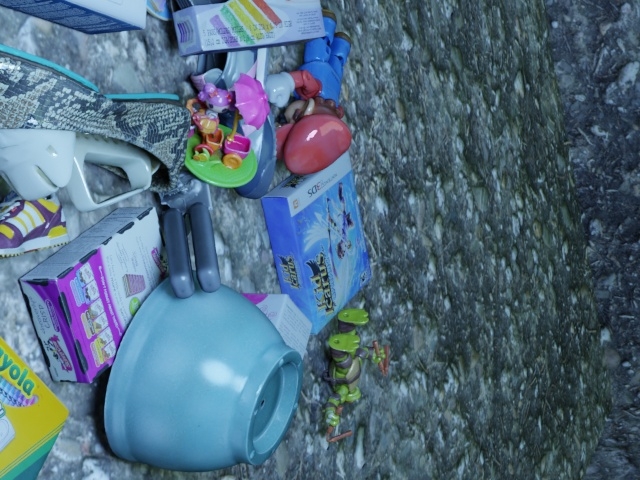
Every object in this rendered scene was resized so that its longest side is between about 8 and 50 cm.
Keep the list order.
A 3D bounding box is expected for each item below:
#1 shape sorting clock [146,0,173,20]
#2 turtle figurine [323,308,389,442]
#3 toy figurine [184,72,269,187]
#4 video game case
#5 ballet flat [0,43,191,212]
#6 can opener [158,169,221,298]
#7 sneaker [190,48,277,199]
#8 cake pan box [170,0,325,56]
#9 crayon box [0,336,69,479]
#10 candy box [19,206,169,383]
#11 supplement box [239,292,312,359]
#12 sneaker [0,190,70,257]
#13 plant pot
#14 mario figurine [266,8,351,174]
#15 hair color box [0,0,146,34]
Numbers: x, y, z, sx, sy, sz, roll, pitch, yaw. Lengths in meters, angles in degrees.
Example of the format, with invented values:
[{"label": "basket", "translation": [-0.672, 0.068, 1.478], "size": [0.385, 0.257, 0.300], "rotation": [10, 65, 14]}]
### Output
[{"label": "shape sorting clock", "translation": [-0.238, -0.434, 1.791], "size": [0.206, 0.040, 0.206], "rotation": [-1, 91, -61]}, {"label": "turtle figurine", "translation": [0.056, 0.232, 2.263], "size": [0.269, 0.087, 0.217], "rotation": [-50, 149, -40]}, {"label": "toy figurine", "translation": [-0.147, -0.184, 1.765], "size": [0.173, 0.159, 0.130], "rotation": [19, 45, -15]}, {"label": "video game case", "translation": [0.000, 0.000, 2.195], "size": [0.244, 0.061, 0.270], "rotation": [-41, 125, -52]}, {"label": "ballet flat", "translation": [-0.316, -0.129, 1.528], "size": [0.483, 0.164, 0.182], "rotation": [8, 78, -63]}, {"label": "can opener", "translation": [-0.187, -0.004, 1.734], "size": [0.283, 0.076, 0.095], "rotation": [-105, -177, -51]}, {"label": "sneaker", "translation": [-0.152, -0.221, 1.906], "size": [0.131, 0.112, 0.319], "rotation": [-9, 95, -43]}, {"label": "cake pan box", "translation": [-0.124, -0.414, 1.816], "size": [0.266, 0.070, 0.246], "rotation": [-14, 95, -41]}, {"label": "crayon box", "translation": [-0.429, 0.193, 1.409], "size": [0.278, 0.081, 0.165], "rotation": [60, 42, -42]}, {"label": "candy box", "translation": [-0.298, 0.070, 1.652], "size": [0.233, 0.071, 0.159], "rotation": [-43, 127, -52]}, {"label": "supplement box", "translation": [-0.107, 0.205, 1.951], "size": [0.114, 0.111, 0.220], "rotation": [50, 48, -49]}, {"label": "sneaker", "translation": [-0.392, -0.021, 1.501], "size": [0.185, 0.069, 0.084], "rotation": [-18, 97, -66]}, {"label": "plant pot", "translation": [-0.146, 0.210, 1.716], "size": [0.293, 0.196, 0.293], "rotation": [-53, 153, -43]}, {"label": "mario figurine", "translation": [-0.038, -0.253, 2.111], "size": [0.198, 0.170, 0.321], "rotation": [22, 54, -21]}, {"label": "hair color box", "translation": [-0.361, -0.384, 1.506], "size": [0.347, 0.105, 0.174], "rotation": [9, 82, -61]}]
